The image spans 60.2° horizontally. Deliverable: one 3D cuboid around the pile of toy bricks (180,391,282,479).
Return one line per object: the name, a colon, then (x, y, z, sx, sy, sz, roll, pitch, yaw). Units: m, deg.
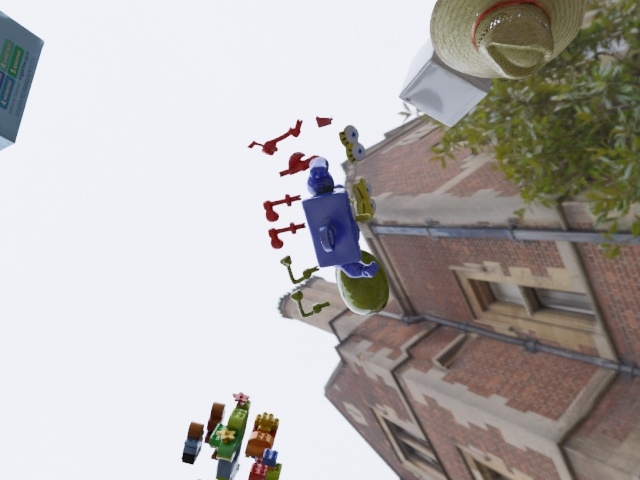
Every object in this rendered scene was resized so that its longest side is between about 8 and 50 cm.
pile of toy bricks: (-0.097, 0.225, 0.620, 0.118, 0.212, 0.105, 13, -78, 1)

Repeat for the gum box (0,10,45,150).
gum box: (-0.408, -0.208, 0.595, 0.184, 0.041, 0.156, 34, -131, -51)

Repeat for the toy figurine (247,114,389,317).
toy figurine: (0.000, 0.000, 0.853, 0.191, 0.217, 0.362, -11, -74, 6)

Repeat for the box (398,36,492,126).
box: (0.190, -0.246, 0.823, 0.102, 0.101, 0.087, 27, -116, -10)

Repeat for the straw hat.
straw hat: (0.173, -0.180, 0.493, 0.145, 0.144, 0.061, 18, -127, -26)
